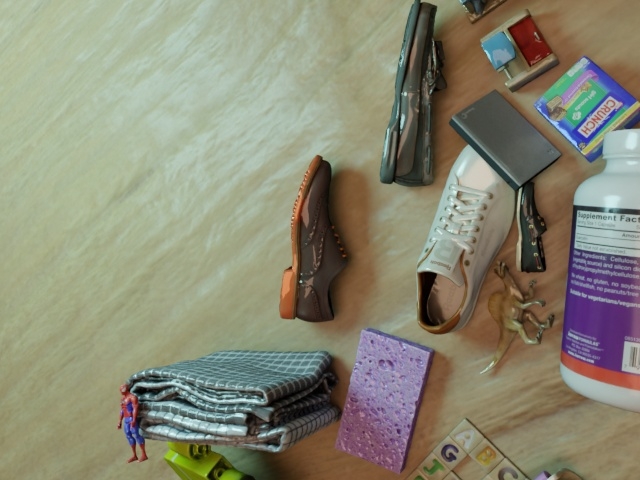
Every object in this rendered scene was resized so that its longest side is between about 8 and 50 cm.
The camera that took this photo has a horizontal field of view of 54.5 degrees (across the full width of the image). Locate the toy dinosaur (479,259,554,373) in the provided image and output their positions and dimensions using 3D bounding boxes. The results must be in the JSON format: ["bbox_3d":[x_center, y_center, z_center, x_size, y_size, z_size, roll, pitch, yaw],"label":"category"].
[{"bbox_3d":[0.282,0.115,0.897,0.092,0.053,0.183,15,112,42],"label":"toy dinosaur"}]

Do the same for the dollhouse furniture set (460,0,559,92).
[{"bbox_3d":[0.258,-0.320,0.826,0.129,0.129,0.184,-31,79,24],"label":"dollhouse furniture set"}]

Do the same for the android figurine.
[{"bbox_3d":[-0.167,0.411,1.048,0.248,0.056,0.273,53,150,-19],"label":"android figurine"}]

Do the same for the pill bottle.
[{"bbox_3d":[0.398,0.033,0.755,0.181,0.181,0.323,5,95,25],"label":"pill bottle"}]

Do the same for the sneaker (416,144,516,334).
[{"bbox_3d":[0.203,-0.001,0.879,0.105,0.123,0.290,14,98,26],"label":"sneaker"}]

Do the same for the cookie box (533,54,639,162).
[{"bbox_3d":[0.355,-0.174,0.824,0.092,0.040,0.107,-46,58,21],"label":"cookie box"}]

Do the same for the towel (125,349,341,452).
[{"bbox_3d":[-0.132,0.244,0.993,0.283,0.235,0.121,-3,86,25],"label":"towel"}]

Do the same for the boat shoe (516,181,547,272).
[{"bbox_3d":[0.297,-0.020,0.872,0.042,0.049,0.133,1,101,29],"label":"boat shoe"}]

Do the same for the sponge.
[{"bbox_3d":[0.100,0.255,0.993,0.117,0.031,0.210,16,100,24],"label":"sponge"}]

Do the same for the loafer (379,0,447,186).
[{"bbox_3d":[0.149,-0.211,0.920,0.084,0.096,0.268,11,105,5],"label":"loafer"}]

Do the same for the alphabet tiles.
[{"bbox_3d":[0.247,0.423,0.946,0.237,0.009,0.198,43,109,17],"label":"alphabet tiles"}]

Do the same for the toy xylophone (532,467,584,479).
[{"bbox_3d":[0.377,0.471,0.840,0.322,0.081,0.236,35,105,17],"label":"toy xylophone"}]

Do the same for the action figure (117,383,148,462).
[{"bbox_3d":[-0.284,0.272,0.926,0.038,0.030,0.115,-16,81,35],"label":"action figure"}]

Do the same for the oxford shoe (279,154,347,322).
[{"bbox_3d":[0.000,0.000,1.004,0.098,0.097,0.271,9,102,5],"label":"oxford shoe"}]

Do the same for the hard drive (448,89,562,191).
[{"bbox_3d":[0.257,-0.142,0.867,0.135,0.094,0.022,49,155,15],"label":"hard drive"}]
